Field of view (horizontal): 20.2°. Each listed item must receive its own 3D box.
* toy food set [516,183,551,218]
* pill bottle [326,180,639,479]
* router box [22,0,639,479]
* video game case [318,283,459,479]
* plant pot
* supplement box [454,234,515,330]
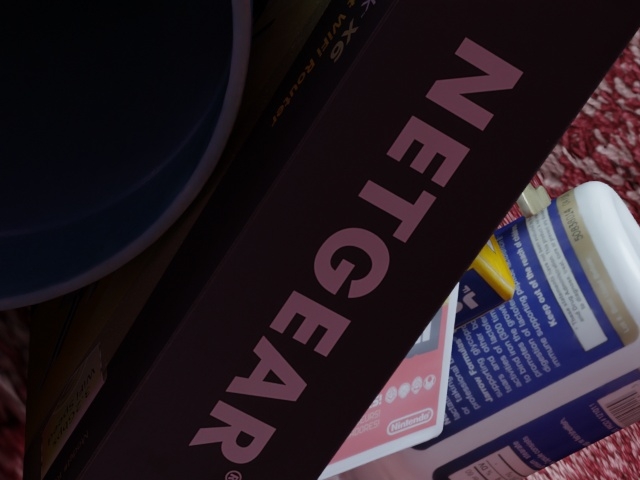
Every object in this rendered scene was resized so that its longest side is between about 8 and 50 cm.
[{"bbox_3d":[0.076,-0.094,1.096,0.192,0.038,0.132,63,13,4],"label":"toy food set"},{"bbox_3d":[0.104,0.085,1.181,0.153,0.265,0.153,56,15,-23],"label":"pill bottle"},{"bbox_3d":[-0.010,-0.032,0.719,0.081,0.309,0.243,29,16,-18],"label":"router box"},{"bbox_3d":[0.000,0.000,0.939,0.204,0.285,0.025,-15,29,-39],"label":"video game case"},{"bbox_3d":[-0.140,-0.153,0.723,0.271,0.272,0.255,54,26,-24],"label":"plant pot"},{"bbox_3d":[-0.066,-0.073,1.050,0.356,0.195,0.194,44,22,-46],"label":"supplement box"}]
